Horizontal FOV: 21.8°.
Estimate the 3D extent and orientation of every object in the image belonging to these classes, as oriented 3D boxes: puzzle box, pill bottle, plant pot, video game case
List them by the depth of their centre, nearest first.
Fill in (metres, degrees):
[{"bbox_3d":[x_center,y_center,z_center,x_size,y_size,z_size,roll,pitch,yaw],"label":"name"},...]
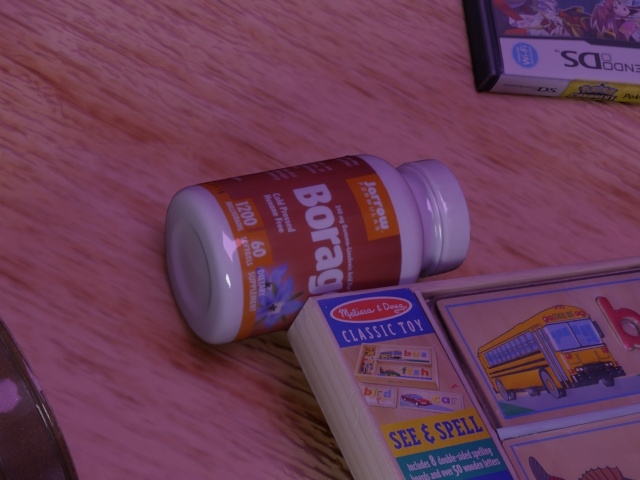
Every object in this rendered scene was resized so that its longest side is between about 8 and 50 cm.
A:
[{"bbox_3d":[-0.267,0.142,1.087,0.165,0.167,0.167,-27,78,-21],"label":"plant pot"},{"bbox_3d":[0.204,0.139,1.252,0.409,0.052,0.272,-7,55,-33],"label":"puzzle box"},{"bbox_3d":[0.000,0.000,1.267,0.216,0.121,0.121,-12,71,-25],"label":"pill bottle"},{"bbox_3d":[0.243,-0.254,1.529,0.248,0.035,0.274,2,66,-19],"label":"video game case"}]
